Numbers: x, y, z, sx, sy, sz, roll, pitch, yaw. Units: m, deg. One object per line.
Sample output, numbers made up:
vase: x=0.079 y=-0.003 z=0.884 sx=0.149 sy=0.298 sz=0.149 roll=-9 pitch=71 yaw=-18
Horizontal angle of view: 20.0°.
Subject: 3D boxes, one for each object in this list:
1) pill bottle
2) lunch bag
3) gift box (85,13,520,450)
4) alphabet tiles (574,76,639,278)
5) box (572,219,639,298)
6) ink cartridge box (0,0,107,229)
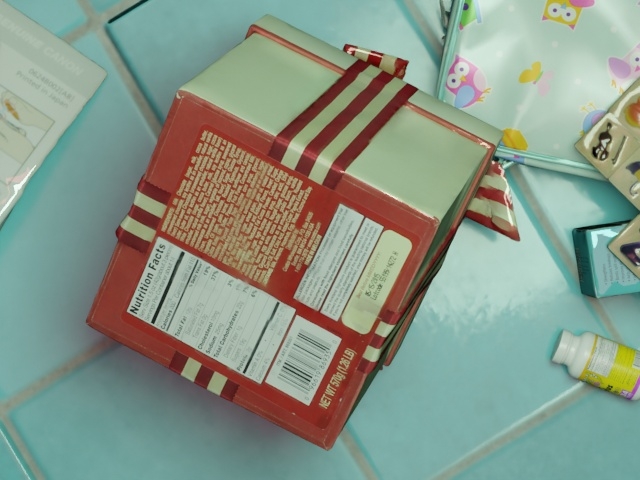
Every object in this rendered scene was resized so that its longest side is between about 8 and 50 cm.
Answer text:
pill bottle: x=0.244 y=0.106 z=1.575 sx=0.083 sy=0.043 sz=0.043 roll=22 pitch=90 yaw=1
lunch bag: x=0.234 y=-0.157 z=1.534 sx=0.279 sy=0.108 sz=0.224 roll=13 pitch=104 yaw=2
gift box: x=0.000 y=0.000 z=1.449 sx=0.276 sy=0.258 sz=0.255 roll=31 pitch=116 yaw=3
alphabet tiles: x=0.332 y=-0.038 z=1.484 sx=0.237 sy=0.009 sz=0.198 roll=44 pitch=95 yaw=-5
box: x=0.344 y=0.002 z=1.545 sx=0.244 sy=0.100 sz=0.060 roll=-8 pitch=91 yaw=1
ink cartridge box: x=-0.418 y=-0.070 z=1.581 sx=0.308 sy=0.091 sz=0.385 roll=34 pitch=74 yaw=1
